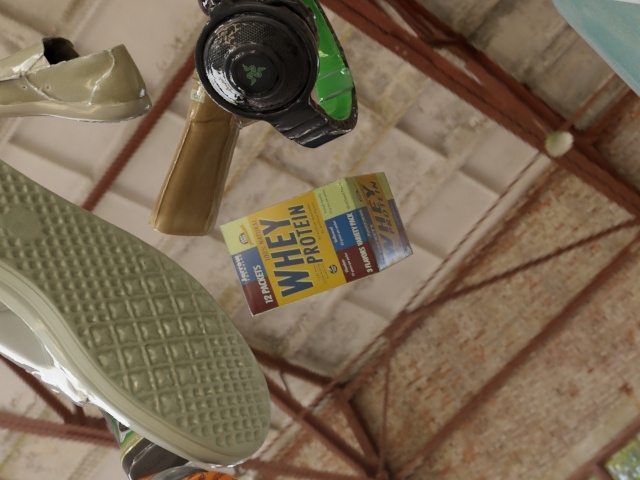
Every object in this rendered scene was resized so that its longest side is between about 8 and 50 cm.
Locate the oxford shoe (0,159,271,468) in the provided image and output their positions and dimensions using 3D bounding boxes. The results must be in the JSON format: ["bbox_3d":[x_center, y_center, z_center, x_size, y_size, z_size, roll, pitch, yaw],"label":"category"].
[{"bbox_3d":[-0.241,0.060,0.864,0.449,0.169,0.130,35,-52,-7],"label":"oxford shoe"}]

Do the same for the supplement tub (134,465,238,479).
[{"bbox_3d":[-0.143,0.264,0.827,0.117,0.117,0.190,13,-29,-38],"label":"supplement tub"}]

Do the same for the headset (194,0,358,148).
[{"bbox_3d":[-0.053,-0.261,1.010,0.185,0.243,0.394,-25,-32,23],"label":"headset"}]

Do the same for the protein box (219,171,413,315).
[{"bbox_3d":[0.000,0.000,1.363,0.200,0.136,0.201,-20,0,20],"label":"protein box"}]

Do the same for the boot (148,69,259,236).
[{"bbox_3d":[-0.161,-0.142,1.586,0.236,0.089,0.269,4,-72,-46],"label":"boot"}]

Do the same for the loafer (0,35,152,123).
[{"bbox_3d":[-0.323,-0.191,1.102,0.268,0.102,0.092,4,-74,11],"label":"loafer"}]

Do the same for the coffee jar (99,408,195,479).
[{"bbox_3d":[-0.223,0.232,1.211,0.096,0.184,0.079,-40,-47,1],"label":"coffee jar"}]

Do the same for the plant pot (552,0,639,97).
[{"bbox_3d":[0.371,-0.175,0.701,0.341,0.334,0.341,-28,-32,-19],"label":"plant pot"}]

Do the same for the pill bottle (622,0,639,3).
[{"bbox_3d":[0.137,-0.277,0.302,0.204,0.204,0.361,16,-86,-39],"label":"pill bottle"}]
